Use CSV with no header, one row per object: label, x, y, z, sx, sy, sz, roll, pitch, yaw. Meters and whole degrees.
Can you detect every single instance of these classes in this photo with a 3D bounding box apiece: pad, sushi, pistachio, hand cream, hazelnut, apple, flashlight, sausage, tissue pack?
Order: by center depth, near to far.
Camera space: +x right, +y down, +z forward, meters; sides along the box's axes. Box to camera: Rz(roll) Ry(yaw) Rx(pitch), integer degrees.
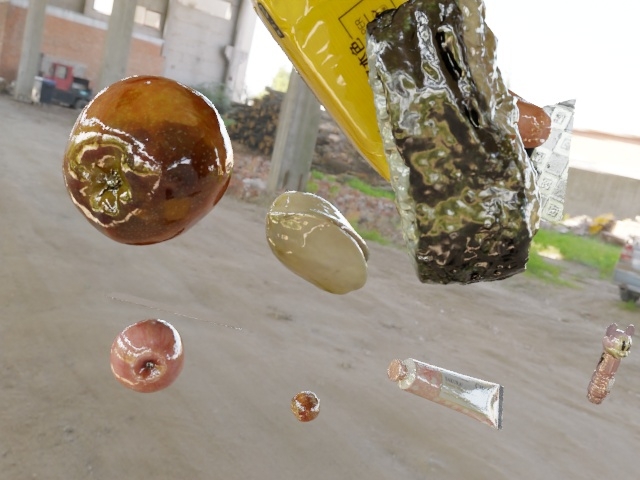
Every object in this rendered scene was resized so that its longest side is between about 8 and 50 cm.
sushi,0.161,-0.120,0.779,0.170,0.351,0.211,-14,1,8
flashlight,0.365,0.157,0.804,0.052,0.111,0.031,7,16,-26
apple,-0.230,-0.105,0.849,0.229,0.230,0.230,13,9,-2
hand cream,0.186,0.214,0.905,0.209,0.067,0.043,23,-29,-25
tissue pack,0.066,-0.328,1.058,0.382,0.228,0.293,48,10,-28
sausage,0.361,-0.231,1.184,0.077,0.077,0.194,9,26,-26
pad,-0.288,0.138,1.266,0.266,0.002,0.176,16,-5,-10
apple,-0.352,0.239,1.303,0.153,0.154,0.120,9,8,-25
pistachio,0.000,0.000,1.336,0.197,0.166,0.288,-14,-35,43
sushi,0.464,-0.186,1.519,0.050,0.290,0.264,15,-11,-38
hazelnut,-0.041,0.454,1.744,0.086,0.086,0.086,13,9,-2
